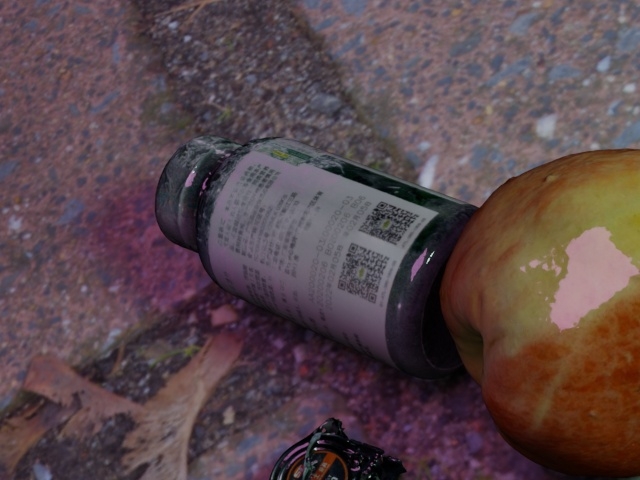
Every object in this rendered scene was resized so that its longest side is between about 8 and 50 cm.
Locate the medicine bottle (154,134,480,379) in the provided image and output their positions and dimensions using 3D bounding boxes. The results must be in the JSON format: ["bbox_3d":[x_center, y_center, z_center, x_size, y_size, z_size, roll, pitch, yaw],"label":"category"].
[{"bbox_3d":[0.000,0.000,1.306,0.293,0.141,0.141,22,72,34],"label":"medicine bottle"}]

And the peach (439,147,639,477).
[{"bbox_3d":[0.217,0.038,1.130,0.257,0.232,0.232,-26,51,-2],"label":"peach"}]

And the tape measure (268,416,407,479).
[{"bbox_3d":[0.005,0.188,1.240,0.091,0.054,0.094,30,70,38],"label":"tape measure"}]
